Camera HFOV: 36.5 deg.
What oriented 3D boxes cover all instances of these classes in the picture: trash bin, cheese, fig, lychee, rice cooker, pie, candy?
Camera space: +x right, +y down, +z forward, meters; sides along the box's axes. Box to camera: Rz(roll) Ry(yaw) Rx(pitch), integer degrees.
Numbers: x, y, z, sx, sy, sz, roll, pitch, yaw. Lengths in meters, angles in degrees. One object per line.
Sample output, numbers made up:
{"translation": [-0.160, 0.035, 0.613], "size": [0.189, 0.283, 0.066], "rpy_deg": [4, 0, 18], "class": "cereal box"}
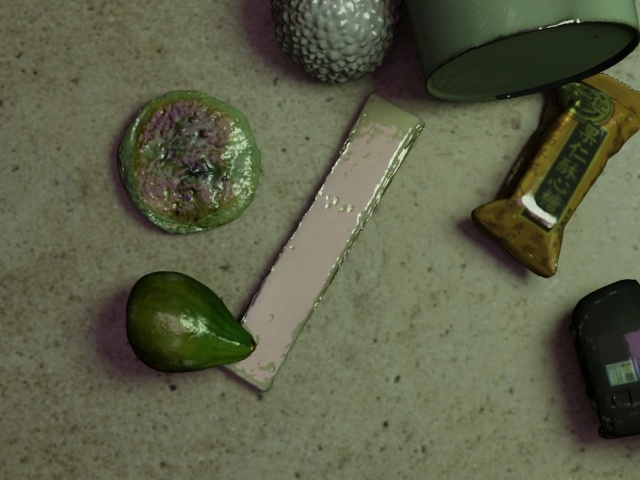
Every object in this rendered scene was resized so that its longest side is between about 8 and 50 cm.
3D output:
{"translation": [0.200, -0.402, 1.119], "size": [0.280, 0.280, 0.432], "rpy_deg": [-10, 81, -1], "class": "trash bin"}
{"translation": [0.001, 0.001, 1.224], "size": [0.085, 0.034, 0.400], "rpy_deg": [30, 87, -1], "class": "cheese"}
{"translation": [-0.153, 0.102, 1.162], "size": [0.156, 0.123, 0.123], "rpy_deg": [7, 86, 14], "class": "fig"}
{"translation": [0.021, -0.286, 1.176], "size": [0.165, 0.165, 0.197], "rpy_deg": [14, 118, 1], "class": "lychee"}
{"translation": [0.372, 0.149, 1.162], "size": [0.118, 0.142, 0.203], "rpy_deg": [-16, 85, 11], "class": "rice cooker"}
{"translation": [-0.165, -0.099, 1.225], "size": [0.186, 0.041, 0.187], "rpy_deg": [0, 86, -2], "class": "pie"}
{"translation": [0.295, -0.101, 1.202], "size": [0.143, 0.101, 0.271], "rpy_deg": [34, 81, -4], "class": "candy"}
